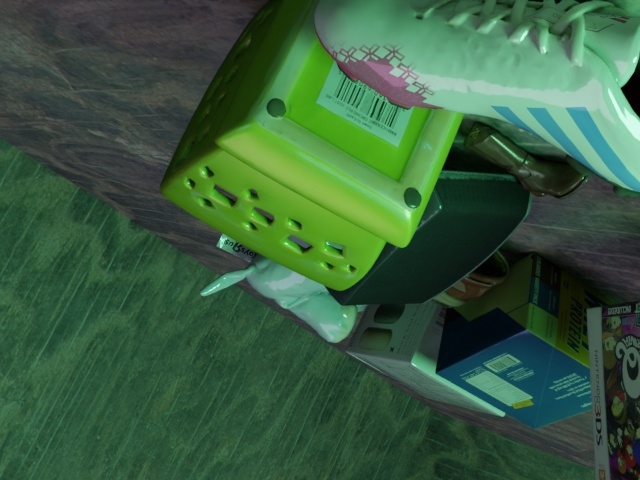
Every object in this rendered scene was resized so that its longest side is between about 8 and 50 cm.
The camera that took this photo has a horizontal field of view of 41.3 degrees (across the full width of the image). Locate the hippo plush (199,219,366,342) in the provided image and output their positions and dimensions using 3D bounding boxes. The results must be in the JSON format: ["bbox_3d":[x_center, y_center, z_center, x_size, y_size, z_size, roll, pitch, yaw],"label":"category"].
[{"bbox_3d":[0.000,0.000,1.390,0.294,0.234,0.236,24,142,-11],"label":"hippo plush"}]

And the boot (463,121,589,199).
[{"bbox_3d":[0.213,-0.088,0.893,0.114,0.037,0.106,35,163,-15],"label":"boot"}]

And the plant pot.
[{"bbox_3d":[0.006,-0.106,0.815,0.228,0.227,0.207,29,161,-14],"label":"plant pot"}]

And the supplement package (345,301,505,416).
[{"bbox_3d":[0.212,0.160,1.481,0.198,0.199,0.263,31,166,-17],"label":"supplement package"}]

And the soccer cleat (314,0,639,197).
[{"bbox_3d":[0.160,-0.145,0.643,0.331,0.116,0.143,22,155,-1],"label":"soccer cleat"}]

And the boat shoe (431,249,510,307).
[{"bbox_3d":[0.142,-0.016,1.160,0.120,0.122,0.324,-20,142,39],"label":"boat shoe"}]

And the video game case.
[{"bbox_3d":[0.344,0.162,0.837,0.042,0.210,0.232,1,172,-13],"label":"video game case"}]

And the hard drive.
[{"bbox_3d":[0.125,0.007,1.015,0.172,0.054,0.254,1,149,-29],"label":"hard drive"}]

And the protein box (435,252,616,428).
[{"bbox_3d":[0.316,0.155,1.254,0.201,0.136,0.200,30,141,-18],"label":"protein box"}]
